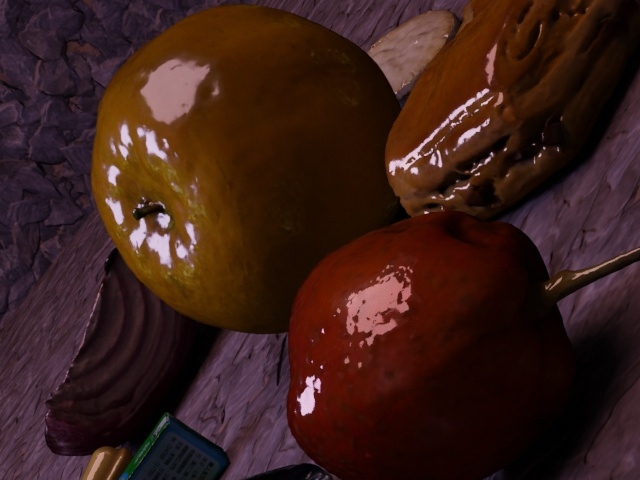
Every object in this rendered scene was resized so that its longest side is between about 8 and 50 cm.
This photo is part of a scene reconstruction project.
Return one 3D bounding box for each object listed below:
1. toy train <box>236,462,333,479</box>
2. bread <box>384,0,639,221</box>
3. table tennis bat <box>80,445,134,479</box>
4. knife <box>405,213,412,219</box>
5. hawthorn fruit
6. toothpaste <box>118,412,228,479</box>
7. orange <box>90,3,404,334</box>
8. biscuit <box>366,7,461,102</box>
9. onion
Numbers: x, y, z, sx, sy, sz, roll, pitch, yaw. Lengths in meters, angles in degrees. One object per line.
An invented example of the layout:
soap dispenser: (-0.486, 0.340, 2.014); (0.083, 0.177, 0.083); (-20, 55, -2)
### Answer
toy train: (-0.046, 0.199, 1.374); (0.252, 0.048, 0.055); (-25, 27, 57)
bread: (0.141, -0.128, 1.388); (0.210, 0.099, 0.235); (-36, 22, 57)
table tennis bat: (-0.257, 0.337, 1.832); (0.320, 0.050, 0.198); (-64, 15, -22)
knife: (0.104, -0.061, 1.569); (0.054, 0.015, 0.212); (-24, 32, 54)
hawthorn fruit: (0.106, 0.042, 1.025); (0.285, 0.165, 0.165); (-25, 29, 38)
toothpaste: (-0.180, 0.275, 1.654); (0.266, 0.065, 0.050); (-55, 8, 2)
orange: (-0.053, -0.060, 1.601); (0.235, 0.279, 0.279); (-28, -6, -35)
biscuit: (0.074, -0.173, 1.895); (0.152, 0.020, 0.152); (-35, 25, 19)
onion: (-0.189, 0.125, 2.038); (0.247, 0.111, 0.250); (87, -158, -71)
